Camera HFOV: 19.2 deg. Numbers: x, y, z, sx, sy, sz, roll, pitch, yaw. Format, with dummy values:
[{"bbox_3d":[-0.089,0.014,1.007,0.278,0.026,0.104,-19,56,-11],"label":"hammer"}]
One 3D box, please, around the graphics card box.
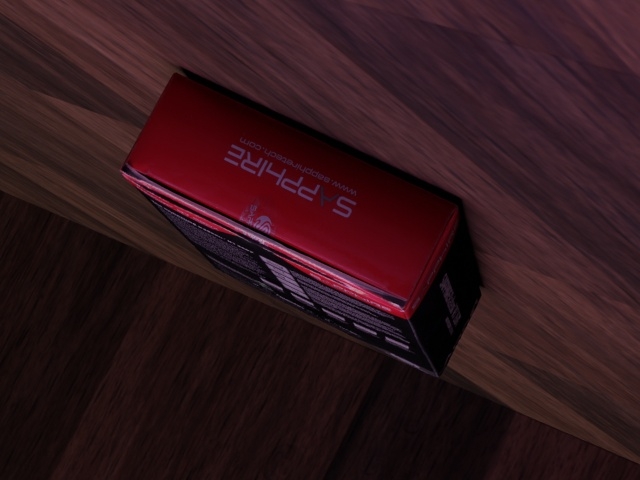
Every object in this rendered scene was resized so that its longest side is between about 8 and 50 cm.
[{"bbox_3d":[0.000,0.000,1.476,0.232,0.094,0.371,25,172,12],"label":"graphics card box"}]
